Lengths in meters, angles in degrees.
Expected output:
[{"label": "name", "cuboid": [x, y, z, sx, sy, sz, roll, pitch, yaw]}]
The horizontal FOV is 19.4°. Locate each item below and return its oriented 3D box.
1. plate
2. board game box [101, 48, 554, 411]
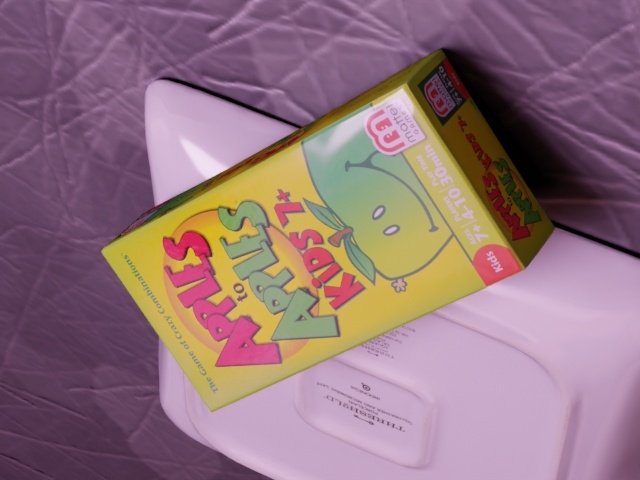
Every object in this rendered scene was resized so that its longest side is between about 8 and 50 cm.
[{"label": "plate", "cuboid": [0.030, 0.068, 0.933, 0.277, 0.045, 0.278, 22, 143, 15]}, {"label": "board game box", "cuboid": [0.000, 0.000, 0.816, 0.181, 0.043, 0.092, -27, 102, 34]}]
